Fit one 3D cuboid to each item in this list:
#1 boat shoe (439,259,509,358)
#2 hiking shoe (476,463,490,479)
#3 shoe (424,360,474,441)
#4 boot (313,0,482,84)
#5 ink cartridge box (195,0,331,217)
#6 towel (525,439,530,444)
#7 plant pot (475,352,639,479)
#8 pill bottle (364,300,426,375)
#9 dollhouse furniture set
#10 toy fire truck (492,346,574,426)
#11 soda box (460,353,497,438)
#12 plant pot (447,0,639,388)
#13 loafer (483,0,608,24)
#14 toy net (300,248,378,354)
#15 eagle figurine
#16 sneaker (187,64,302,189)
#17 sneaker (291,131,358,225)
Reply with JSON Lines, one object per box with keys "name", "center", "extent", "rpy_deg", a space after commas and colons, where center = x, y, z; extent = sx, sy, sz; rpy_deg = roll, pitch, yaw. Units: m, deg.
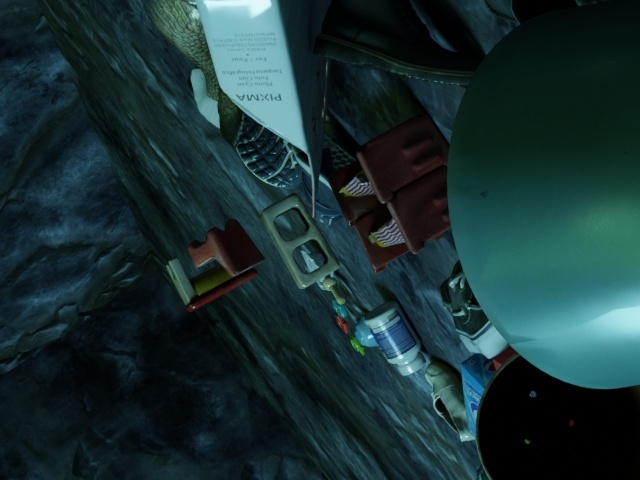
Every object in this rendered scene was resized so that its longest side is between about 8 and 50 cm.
{"name": "boat shoe", "center": [0.209, 0.074, 1.653], "extent": [0.119, 0.121, 0.335], "rpy_deg": [51, 168, 2]}
{"name": "hiking shoe", "center": [0.371, 0.441, 1.998], "extent": [0.304, 0.113, 0.132], "rpy_deg": [47, 157, -1]}
{"name": "shoe", "center": [0.216, 0.267, 2.154], "extent": [0.077, 0.058, 0.219], "rpy_deg": [65, 171, -27]}
{"name": "boot", "center": [0.098, -0.249, 1.429], "extent": [0.198, 0.137, 0.077], "rpy_deg": [15, -173, 13]}
{"name": "ink cartridge box", "center": [-0.051, -0.258, 1.492], "extent": [0.385, 0.091, 0.308], "rpy_deg": [81, -168, -54]}
{"name": "towel", "center": [0.352, 0.350, 1.841], "extent": [0.102, 0.021, 0.237], "rpy_deg": [41, 178, 37]}
{"name": "plant pot", "center": [0.293, 0.230, 1.617], "extent": [0.215, 0.215, 0.230], "rpy_deg": [55, 180, 6]}
{"name": "pill bottle", "center": [0.131, 0.169, 2.232], "extent": [0.120, 0.067, 0.067], "rpy_deg": [59, 166, -10]}
{"name": "dollhouse furniture set", "center": [0.000, 0.000, 1.684], "extent": [0.152, 0.374, 0.201], "rpy_deg": [60, 168, 2]}
{"name": "toy fire truck", "center": [0.320, 0.245, 1.816], "extent": [0.135, 0.047, 0.192], "rpy_deg": [39, 159, 55]}
{"name": "soda box", "center": [0.262, 0.240, 1.946], "extent": [0.067, 0.071, 0.210], "rpy_deg": [47, 163, 34]}
{"name": "plant pot", "center": [0.274, -0.042, 0.897], "extent": [0.235, 0.293, 0.293], "rpy_deg": [-8, 116, 58]}
{"name": "loafer", "center": [0.195, -0.221, 1.142], "extent": [0.076, 0.078, 0.223], "rpy_deg": [61, 165, -17]}
{"name": "toy net", "center": [0.040, 0.108, 2.459], "extent": [0.232, 0.045, 0.122], "rpy_deg": [57, 168, 3]}
{"name": "eagle figurine", "center": [-0.129, -0.257, 1.856], "extent": [0.226, 0.298, 0.225], "rpy_deg": [13, 102, 23]}
{"name": "sneaker", "center": [-0.105, -0.194, 2.203], "extent": [0.283, 0.110, 0.122], "rpy_deg": [53, -177, 22]}
{"name": "sneaker", "center": [0.051, -0.055, 1.969], "extent": [0.226, 0.086, 0.163], "rpy_deg": [47, 165, 26]}
